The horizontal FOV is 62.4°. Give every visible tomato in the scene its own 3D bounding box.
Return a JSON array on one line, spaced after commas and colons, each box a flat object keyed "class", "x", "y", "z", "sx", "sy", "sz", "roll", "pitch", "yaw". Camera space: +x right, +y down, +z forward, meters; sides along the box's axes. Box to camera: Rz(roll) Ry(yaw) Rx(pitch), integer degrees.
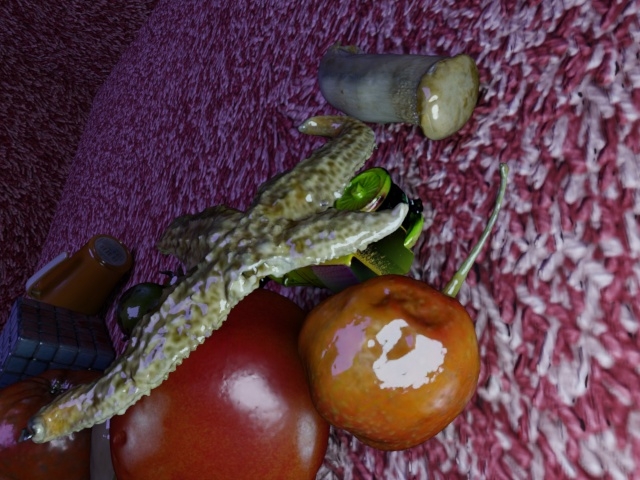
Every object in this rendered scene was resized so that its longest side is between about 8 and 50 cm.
[{"class": "tomato", "x": -0.130, "y": 0.196, "z": 0.650, "sx": 0.298, "sy": 0.226, "sz": 0.299, "roll": -33, "pitch": 47, "yaw": 44}]

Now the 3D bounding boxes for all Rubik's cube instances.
[{"class": "Rubik's cube", "x": -0.699, "y": 0.318, "z": 1.353, "sx": 0.238, "sy": 0.237, "sz": 0.237, "roll": 35, "pitch": 100, "yaw": 57}]

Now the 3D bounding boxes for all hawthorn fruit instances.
[{"class": "hawthorn fruit", "x": -0.501, "y": 0.411, "z": 1.029, "sx": 0.276, "sy": 0.275, "sz": 0.308, "roll": 3, "pitch": 102, "yaw": 55}, {"class": "hawthorn fruit", "x": 0.106, "y": 0.064, "z": 0.497, "sx": 0.285, "sy": 0.165, "sz": 0.165, "roll": -47, "pitch": 36, "yaw": 5}]

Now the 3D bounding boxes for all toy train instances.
[{"class": "toy train", "x": 0.000, "y": 0.000, "z": 0.688, "sx": 0.296, "sy": 0.100, "sz": 0.161, "roll": -5, "pitch": 52, "yaw": 53}]

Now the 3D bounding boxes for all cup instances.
[{"class": "cup", "x": -0.674, "y": 0.103, "z": 1.482, "sx": 0.264, "sy": 0.226, "sz": 0.182, "roll": -41, "pitch": 58, "yaw": 22}]

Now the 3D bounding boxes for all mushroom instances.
[{"class": "mushroom", "x": 0.085, "y": -0.219, "z": 0.741, "sx": 0.122, "sy": 0.095, "sz": 0.351, "roll": -43, "pitch": 35, "yaw": -2}]

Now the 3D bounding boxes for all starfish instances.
[{"class": "starfish", "x": -0.114, "y": 0.008, "z": 0.591, "sx": 0.432, "sy": 0.082, "sz": 0.324, "roll": -33, "pitch": 31, "yaw": 8}]

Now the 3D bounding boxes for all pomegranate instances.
[{"class": "pomegranate", "x": -0.328, "y": 0.131, "z": 1.050, "sx": 0.148, "sy": 0.148, "sz": 0.169, "roll": -14, "pitch": 52, "yaw": 50}]

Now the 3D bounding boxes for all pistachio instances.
[{"class": "pistachio", "x": -0.337, "y": 0.355, "z": 0.924, "sx": 0.135, "sy": 0.135, "sz": 0.226, "roll": -4, "pitch": 74, "yaw": 53}]

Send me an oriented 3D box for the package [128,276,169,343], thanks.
[{"class": "package", "x": -0.390, "y": 0.169, "z": 1.211, "sx": 0.200, "sy": 0.022, "sz": 0.083, "roll": -47, "pitch": 38, "yaw": 23}]
